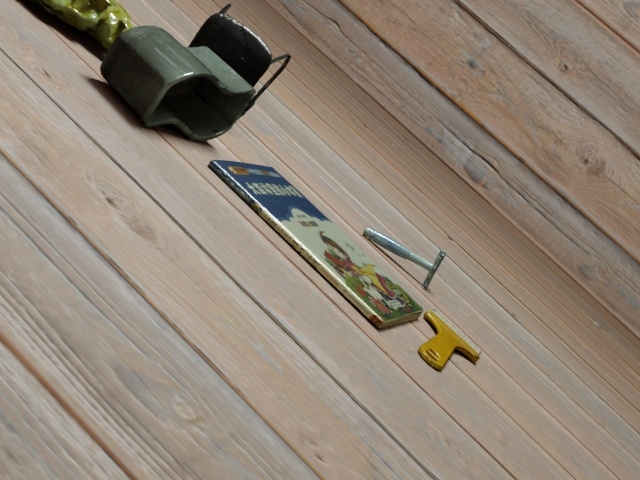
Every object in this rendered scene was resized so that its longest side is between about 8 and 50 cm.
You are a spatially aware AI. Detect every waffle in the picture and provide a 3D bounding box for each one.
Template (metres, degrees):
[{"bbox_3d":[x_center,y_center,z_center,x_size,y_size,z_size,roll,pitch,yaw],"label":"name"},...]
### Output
[{"bbox_3d":[-0.382,-0.385,1.702,0.317,0.073,0.297,36,12,-19],"label":"waffle"}]

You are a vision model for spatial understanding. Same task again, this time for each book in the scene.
[{"bbox_3d":[0.000,0.000,1.638,0.322,0.018,0.228,44,12,13],"label":"book"}]

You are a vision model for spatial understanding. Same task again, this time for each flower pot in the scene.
[{"bbox_3d":[-0.193,-0.210,1.590,0.108,0.103,0.229,44,14,18],"label":"flower pot"}]

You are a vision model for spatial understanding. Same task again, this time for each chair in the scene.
[{"bbox_3d":[-0.153,-0.268,1.823,0.140,0.145,0.221,39,13,-2],"label":"chair"}]

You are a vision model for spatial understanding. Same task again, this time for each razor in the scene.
[{"bbox_3d":[0.130,0.017,1.918,0.135,0.068,0.040,29,10,0],"label":"razor"}]

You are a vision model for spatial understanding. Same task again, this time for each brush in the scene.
[{"bbox_3d":[0.174,0.146,1.665,0.103,0.013,0.272,42,13,8],"label":"brush"}]
